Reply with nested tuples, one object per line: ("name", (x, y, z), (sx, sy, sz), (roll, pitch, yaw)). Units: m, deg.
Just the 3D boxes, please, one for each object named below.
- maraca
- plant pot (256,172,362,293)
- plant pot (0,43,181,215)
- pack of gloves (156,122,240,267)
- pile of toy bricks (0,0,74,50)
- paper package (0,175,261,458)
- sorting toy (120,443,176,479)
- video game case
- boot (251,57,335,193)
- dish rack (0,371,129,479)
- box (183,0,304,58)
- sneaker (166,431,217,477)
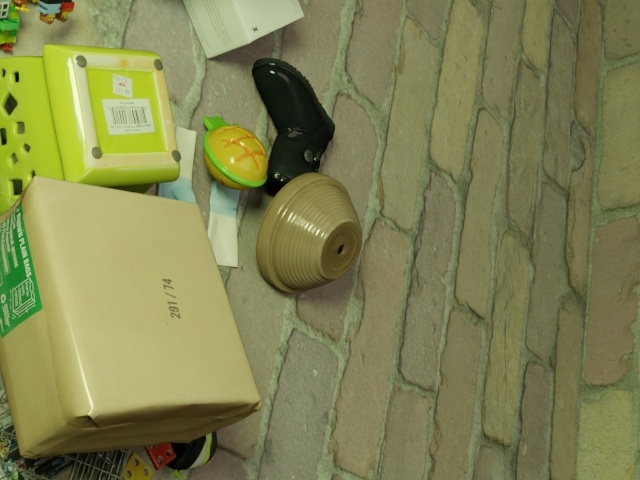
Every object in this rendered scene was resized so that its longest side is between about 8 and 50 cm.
("maraca", (-0.152, -0.158, 1.530), (0.127, 0.099, 0.186), (24, 31, -34))
("plant pot", (0.000, 0.000, 1.631), (0.237, 0.109, 0.237), (-25, 127, -38))
("plant pot", (-0.339, -0.162, 1.255), (0.228, 0.207, 0.227), (-9, 90, -51))
("pack of gloves", (-0.200, -0.080, 1.530), (0.195, 0.046, 0.232), (14, 73, -47))
("pile of toy bricks", (-0.453, -0.324, 1.249), (0.212, 0.118, 0.105), (-30, 145, -59))
("paper package", (-0.271, 0.106, 1.165), (0.309, 0.168, 0.325), (10, 54, -53))
("sorting toy", (-0.292, 0.235, 1.295), (0.132, 0.046, 0.275), (-21, 86, -60))
("video game case", (-0.393, 0.248, 1.217), (0.190, 0.022, 0.173), (-27, 90, -54))
("boot", (-0.066, -0.200, 1.671), (0.246, 0.094, 0.207), (48, 46, -41))
("dish rack", (-0.380, 0.254, 1.145), (0.271, 0.074, 0.208), (34, 51, -31))
("box", (-0.151, -0.456, 1.601), (0.182, 0.119, 0.181), (-39, 113, -46))
("sneaker", (-0.228, 0.264, 1.400), (0.097, 0.084, 0.235), (-14, 94, -49))
